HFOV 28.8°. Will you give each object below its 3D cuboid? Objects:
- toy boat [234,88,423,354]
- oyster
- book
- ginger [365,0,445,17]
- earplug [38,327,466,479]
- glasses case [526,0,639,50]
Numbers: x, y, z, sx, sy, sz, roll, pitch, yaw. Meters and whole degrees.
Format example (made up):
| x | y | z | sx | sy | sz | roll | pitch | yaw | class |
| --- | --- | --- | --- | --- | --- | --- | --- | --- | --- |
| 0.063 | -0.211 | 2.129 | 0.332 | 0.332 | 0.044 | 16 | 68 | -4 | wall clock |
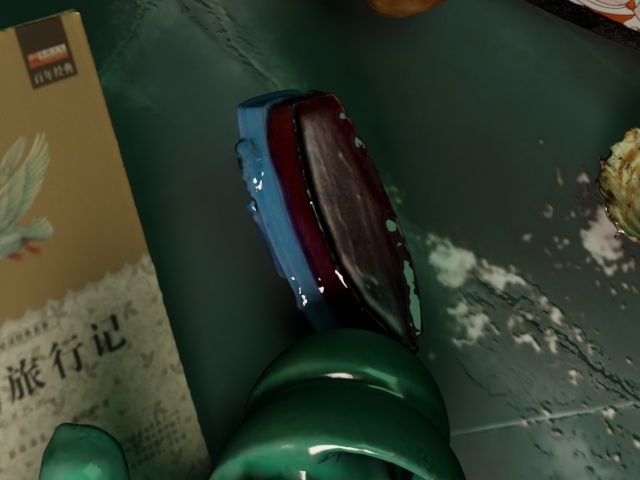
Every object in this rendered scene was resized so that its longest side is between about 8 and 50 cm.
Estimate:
| x | y | z | sx | sy | sz | roll | pitch | yaw | class |
| --- | --- | --- | --- | --- | --- | --- | --- | --- | --- |
| 0.000 | 0.000 | 0.886 | 0.100 | 0.097 | 0.223 | -24 | 92 | -40 | toy boat |
| 0.315 | -0.021 | 1.095 | 0.177 | 0.056 | 0.105 | 25 | 65 | -13 | oyster |
| -0.182 | 0.047 | 0.699 | 0.217 | 0.021 | 0.310 | -27 | 110 | -38 | book |
| 0.016 | -0.336 | 1.035 | 0.321 | 0.172 | 0.165 | 49 | 50 | 3 | ginger |
| -0.030 | 0.146 | 0.741 | 0.257 | 0.164 | 0.280 | 29 | 41 | -7 | earplug |
| 0.255 | -0.255 | 1.187 | 0.266 | 0.067 | 0.103 | 19 | 54 | -19 | glasses case |
